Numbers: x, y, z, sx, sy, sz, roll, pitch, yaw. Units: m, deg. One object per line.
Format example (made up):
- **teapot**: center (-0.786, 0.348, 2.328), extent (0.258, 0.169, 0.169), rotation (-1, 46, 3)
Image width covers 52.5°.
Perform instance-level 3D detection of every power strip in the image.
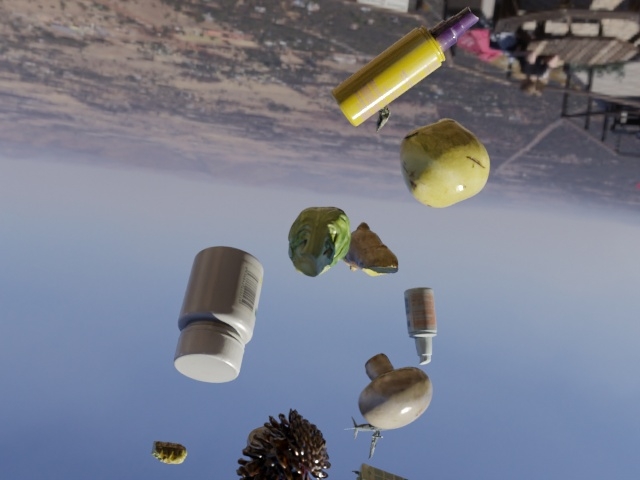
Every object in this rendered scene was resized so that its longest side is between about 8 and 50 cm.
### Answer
- **power strip**: center (0.203, 0.747, 2.003), extent (0.227, 0.029, 0.080), rotation (21, -159, -5)

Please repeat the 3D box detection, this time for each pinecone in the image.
- **pinecone**: center (-0.119, 0.640, 1.889), extent (0.246, 0.292, 0.246), rotation (51, -172, -10)

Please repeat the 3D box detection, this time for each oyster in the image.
- **oyster**: center (0.187, -0.364, 1.950), extent (0.037, 0.100, 0.098), rotation (11, 153, -2)

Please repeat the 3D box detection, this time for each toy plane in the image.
- **toy plane**: center (0.194, 0.702, 2.440), extent (0.226, 0.225, 0.058), rotation (8, 155, -34)

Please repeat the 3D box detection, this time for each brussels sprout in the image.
- **brussels sprout**: center (0.000, 0.000, 1.888), extent (0.161, 0.223, 0.223), rotation (31, -166, 26)

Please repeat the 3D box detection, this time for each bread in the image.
- **bread**: center (-0.482, 0.679, 2.075), extent (0.110, 0.060, 0.066), rotation (14, -150, -18)

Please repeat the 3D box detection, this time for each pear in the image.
- **pear**: center (0.414, -0.265, 2.213), extent (0.310, 0.309, 0.309), rotation (7, -176, 0)

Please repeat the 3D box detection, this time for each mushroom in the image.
- **mushroom**: center (0.185, 0.389, 1.714), extent (0.204, 0.204, 0.204), rotation (7, -176, 0)

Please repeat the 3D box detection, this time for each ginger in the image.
- **ginger**: center (0.169, 0.046, 2.314), extent (0.126, 0.189, 0.354), rotation (9, -166, -28)

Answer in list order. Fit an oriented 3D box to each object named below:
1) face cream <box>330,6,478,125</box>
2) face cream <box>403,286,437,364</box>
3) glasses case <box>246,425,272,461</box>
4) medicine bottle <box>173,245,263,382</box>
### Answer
- **face cream**: center (0.148, -0.307, 1.118), extent (0.273, 0.078, 0.078), rotation (-35, 175, 11)
- **face cream**: center (0.340, 0.287, 2.175), extent (0.101, 0.251, 0.101), rotation (-4, 164, -1)
- **glasses case**: center (-0.132, 0.774, 2.137), extent (0.157, 0.098, 0.425), rotation (0, -152, -21)
- **medicine bottle**: center (-0.285, 0.206, 1.811), extent (0.208, 0.339, 0.208), rotation (5, 145, 3)
